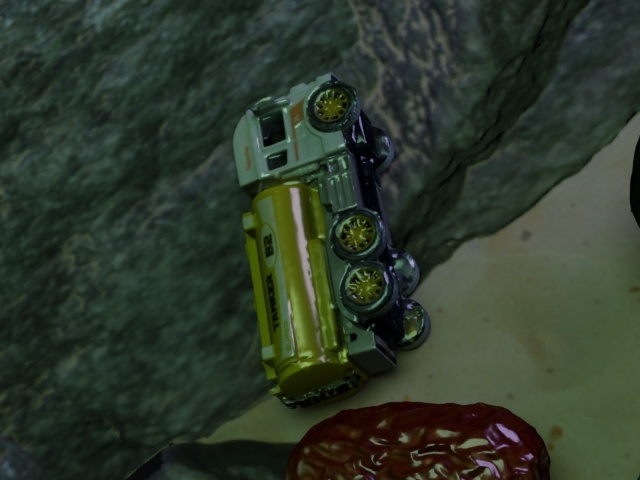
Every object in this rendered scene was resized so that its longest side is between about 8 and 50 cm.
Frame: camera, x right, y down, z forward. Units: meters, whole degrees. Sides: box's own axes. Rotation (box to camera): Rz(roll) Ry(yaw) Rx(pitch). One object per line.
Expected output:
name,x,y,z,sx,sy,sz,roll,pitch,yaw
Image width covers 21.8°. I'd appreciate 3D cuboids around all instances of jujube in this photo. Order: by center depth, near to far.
jujube,0.064,0.162,1.089,0.176,0.109,0.112,-2,29,24

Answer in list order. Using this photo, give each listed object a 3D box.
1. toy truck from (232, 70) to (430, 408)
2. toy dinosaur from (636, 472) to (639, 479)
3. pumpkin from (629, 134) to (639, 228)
toy truck,0.000,0.000,1.182,0.114,0.098,0.227,-17,64,15
toy dinosaur,0.198,0.188,1.033,0.059,0.132,0.096,10,92,19
pumpkin,0.313,-0.031,1.076,0.223,0.157,0.224,1,67,-2
